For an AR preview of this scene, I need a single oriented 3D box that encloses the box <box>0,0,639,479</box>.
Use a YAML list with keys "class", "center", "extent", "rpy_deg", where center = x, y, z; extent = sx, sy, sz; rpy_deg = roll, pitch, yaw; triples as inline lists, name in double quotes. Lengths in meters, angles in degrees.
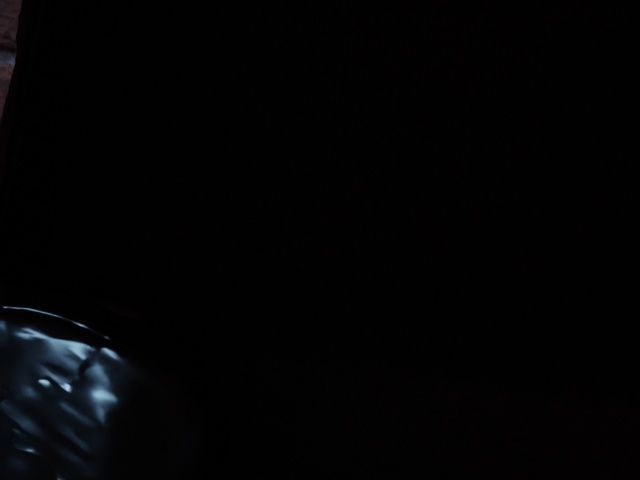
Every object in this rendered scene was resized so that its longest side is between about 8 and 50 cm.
- class: "box"
  center: [-0.008, 0.023, 0.579]
  extent: [0.345, 0.205, 0.251]
  rpy_deg: [109, 166, -53]
